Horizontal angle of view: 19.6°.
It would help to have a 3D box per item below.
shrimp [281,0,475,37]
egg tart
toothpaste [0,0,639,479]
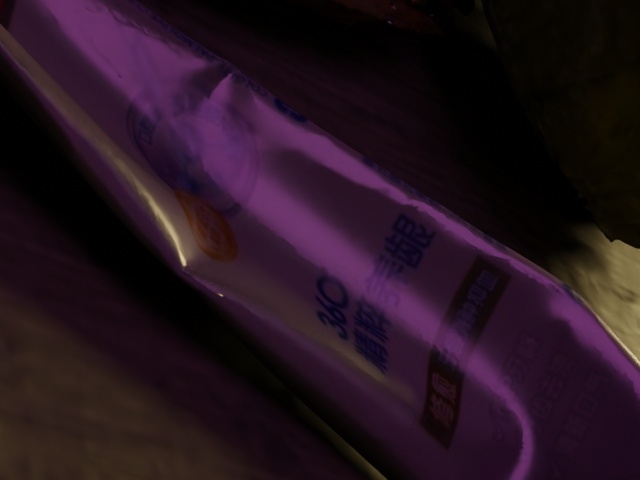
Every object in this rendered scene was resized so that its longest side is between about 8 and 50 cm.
[{"bbox_3d":[-0.018,-0.103,0.528,0.190,0.042,0.101,24,32,-41],"label":"shrimp"},{"bbox_3d":[0.111,-0.069,0.618,0.197,0.078,0.197,52,23,-34],"label":"egg tart"},{"bbox_3d":[0.000,0.000,0.438,0.301,0.048,0.075,39,35,-20],"label":"toothpaste"}]
